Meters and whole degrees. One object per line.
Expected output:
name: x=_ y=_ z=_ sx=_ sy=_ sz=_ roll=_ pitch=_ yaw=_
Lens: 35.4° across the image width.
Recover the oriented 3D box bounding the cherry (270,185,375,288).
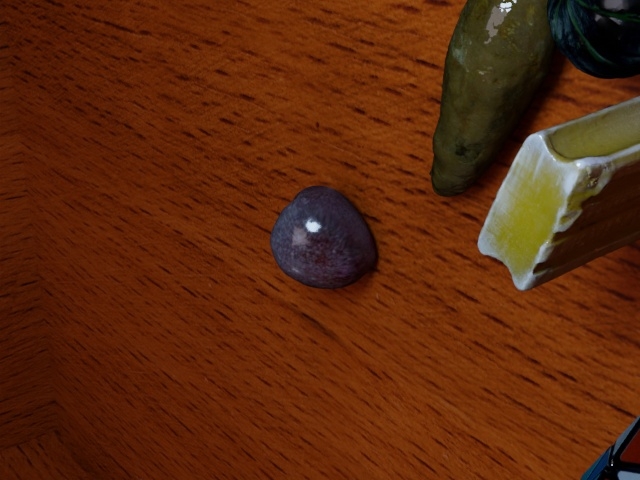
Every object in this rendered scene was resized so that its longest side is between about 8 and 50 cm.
cherry: x=0.000 y=0.004 z=1.630 sx=0.176 sy=0.140 sz=0.176 roll=14 pitch=113 yaw=35

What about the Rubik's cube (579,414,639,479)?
Rubik's cube: x=0.361 y=0.324 z=1.269 sx=0.284 sy=0.250 sz=0.234 roll=29 pitch=109 yaw=51

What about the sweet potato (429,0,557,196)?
sweet potato: x=0.208 y=-0.183 z=1.271 sx=0.130 sy=0.130 sz=0.422 roll=49 pitch=146 yaw=29

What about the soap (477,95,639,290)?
soap: x=0.305 y=-0.062 z=1.047 sx=0.089 sy=0.274 sz=0.173 roll=49 pitch=140 yaw=28

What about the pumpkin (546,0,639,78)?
pumpkin: x=0.312 y=-0.267 z=1.051 sx=0.194 sy=0.150 sz=0.194 roll=10 pitch=103 yaw=53
